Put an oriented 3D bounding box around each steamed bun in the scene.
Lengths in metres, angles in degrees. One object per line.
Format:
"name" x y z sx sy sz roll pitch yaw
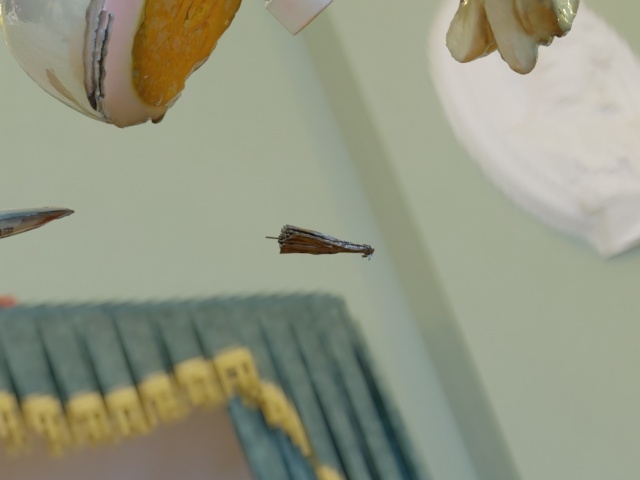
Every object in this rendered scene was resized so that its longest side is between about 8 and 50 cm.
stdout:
"steamed bun" 0.141 -0.335 1.797 0.189 0.428 0.247 -5 -55 19

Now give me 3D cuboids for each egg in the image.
"egg" -0.195 -0.260 1.882 0.286 0.174 0.264 -54 -22 -23

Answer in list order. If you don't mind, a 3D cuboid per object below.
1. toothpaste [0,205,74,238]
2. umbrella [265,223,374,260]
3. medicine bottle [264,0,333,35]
"toothpaste" -0.367 -0.011 1.991 0.239 0.039 0.062 -11 -2 -31
"umbrella" 0.000 0.002 1.422 0.083 0.020 0.031 13 -34 -15
"medicine bottle" -0.080 -0.393 2.298 0.170 0.293 0.170 -43 6 5
